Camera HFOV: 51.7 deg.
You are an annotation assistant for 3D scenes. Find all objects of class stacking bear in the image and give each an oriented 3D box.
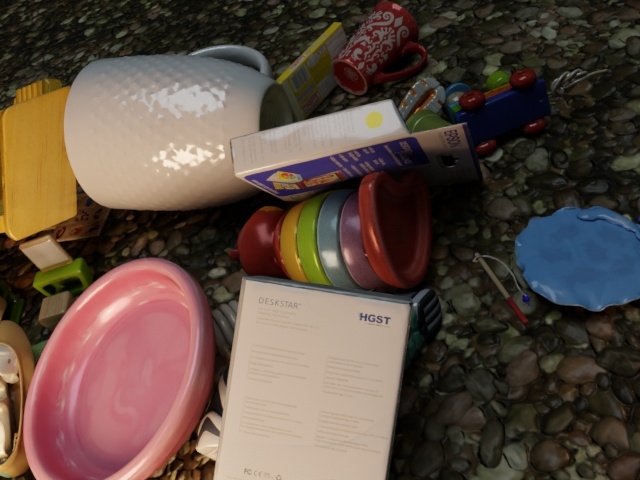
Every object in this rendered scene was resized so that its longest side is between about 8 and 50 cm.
[{"bbox_3d":[0.000,0.000,0.976,0.289,0.175,0.164,-7,90,34],"label":"stacking bear"}]

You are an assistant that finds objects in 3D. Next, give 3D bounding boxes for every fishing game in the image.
[{"bbox_3d":[0.350,0.024,0.880,0.264,0.041,0.189,-19,44,-6],"label":"fishing game"}]

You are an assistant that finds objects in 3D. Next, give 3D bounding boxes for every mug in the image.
[{"bbox_3d":[0.117,-0.376,1.314,0.150,0.113,0.169,23,64,40],"label":"mug"},{"bbox_3d":[-0.217,-0.227,1.198,0.328,0.276,0.374,2,52,18],"label":"mug"}]

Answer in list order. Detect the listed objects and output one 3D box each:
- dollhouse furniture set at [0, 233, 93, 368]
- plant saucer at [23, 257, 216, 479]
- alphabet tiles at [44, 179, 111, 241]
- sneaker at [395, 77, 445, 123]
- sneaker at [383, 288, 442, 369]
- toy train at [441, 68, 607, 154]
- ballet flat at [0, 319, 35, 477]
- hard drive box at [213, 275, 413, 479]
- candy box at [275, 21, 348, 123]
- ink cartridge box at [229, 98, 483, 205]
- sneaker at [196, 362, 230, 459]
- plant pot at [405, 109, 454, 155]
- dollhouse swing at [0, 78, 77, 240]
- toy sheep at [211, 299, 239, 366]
[{"bbox_3d":[-0.497,0.145,1.055,0.198,0.151,0.301,-18,44,8],"label":"dollhouse furniture set"},{"bbox_3d":[-0.264,0.187,0.906,0.332,0.084,0.332,-18,54,27],"label":"plant saucer"},{"bbox_3d":[-0.468,-0.093,1.369,0.198,0.009,0.237,-7,48,19],"label":"alphabet tiles"},{"bbox_3d":[0.131,-0.189,1.158,0.215,0.084,0.083,-43,6,-5],"label":"sneaker"},{"bbox_3d":[0.067,0.133,0.856,0.098,0.083,0.224,3,25,40],"label":"sneaker"},{"bbox_3d":[0.331,-0.250,1.115,0.248,0.105,0.143,-23,30,2],"label":"toy train"},{"bbox_3d":[-0.456,0.221,0.956,0.080,0.073,0.232,-17,72,0],"label":"ballet flat"},{"bbox_3d":[-0.005,0.164,0.711,0.181,0.089,0.232,9,89,8],"label":"hard drive box"},{"bbox_3d":[-0.007,-0.337,1.333,0.027,0.105,0.206,20,59,36],"label":"candy box"},{"bbox_3d":[0.069,-0.120,0.968,0.308,0.304,0.072,-12,79,15],"label":"ink cartridge box"},{"bbox_3d":[-0.043,0.193,0.849,0.235,0.094,0.153,-16,52,24],"label":"sneaker"},{"bbox_3d":[0.190,-0.170,1.086,0.083,0.083,0.079,-36,25,-11],"label":"plant pot"},{"bbox_3d":[-0.642,-0.127,1.175,0.305,0.314,0.347,-5,8,-36],"label":"dollhouse swing"},{"bbox_3d":[-0.119,0.128,0.957,0.132,0.091,0.091,-26,42,-22],"label":"toy sheep"}]
